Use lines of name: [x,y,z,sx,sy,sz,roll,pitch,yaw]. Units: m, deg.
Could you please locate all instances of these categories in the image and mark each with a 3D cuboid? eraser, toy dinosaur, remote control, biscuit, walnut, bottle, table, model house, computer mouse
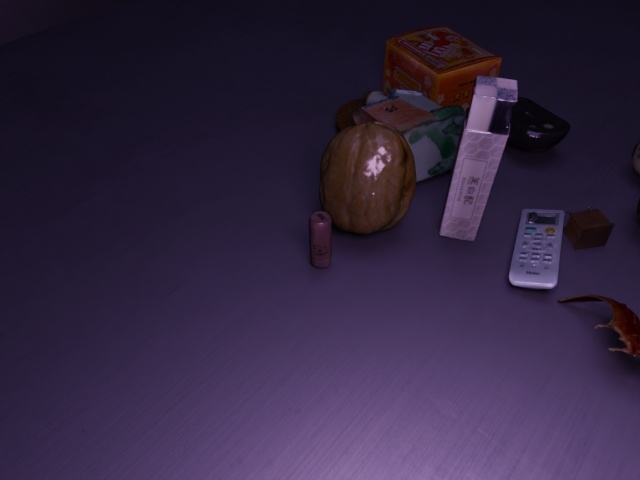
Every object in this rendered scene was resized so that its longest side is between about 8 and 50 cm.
eraser: [0.358,-0.174,1.330,0.098,0.404,0.096,11,46,8]
toy dinosaur: [0.601,0.217,1.144,0.206,0.113,0.327,-7,47,-47]
remote control: [0.522,0.017,1.381,0.103,0.051,0.293,4,39,24]
biscuit: [0.175,-0.372,1.818,0.261,0.037,0.262,0,44,0]
walnut: [0.108,-0.154,1.409,0.282,0.283,0.227,23,30,23]
bottle: [0.000,0.000,1.334,0.053,0.140,0.053,-1,42,1]
table: [0.654,-0.034,1.422,0.083,0.070,0.082,-9,43,-8]
model house: [0.214,-0.324,1.656,0.267,0.194,0.325,-21,44,-19]
computer mouse: [0.618,-0.340,1.737,0.170,0.100,0.269,-9,38,-17]

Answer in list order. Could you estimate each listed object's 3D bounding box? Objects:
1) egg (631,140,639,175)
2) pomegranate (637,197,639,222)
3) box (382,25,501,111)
egg: [0.950,-0.220,1.573,0.181,0.141,0.141,34,52,30]
pomegranate: [0.903,-0.074,1.404,0.247,0.214,0.214,22,30,-34]
box: [0.386,-0.536,1.873,0.259,0.214,0.283,-19,45,-22]
